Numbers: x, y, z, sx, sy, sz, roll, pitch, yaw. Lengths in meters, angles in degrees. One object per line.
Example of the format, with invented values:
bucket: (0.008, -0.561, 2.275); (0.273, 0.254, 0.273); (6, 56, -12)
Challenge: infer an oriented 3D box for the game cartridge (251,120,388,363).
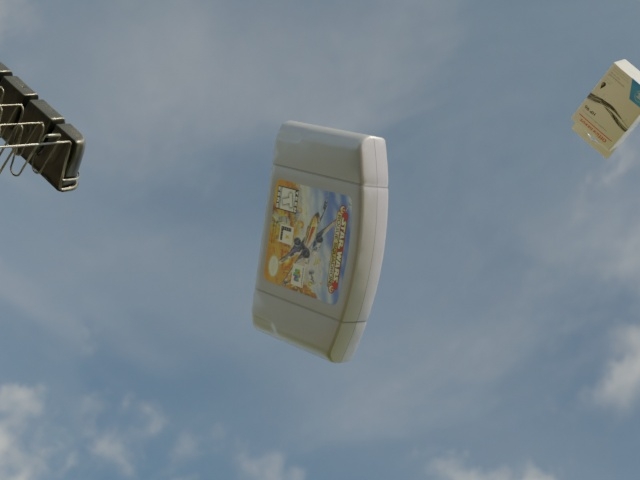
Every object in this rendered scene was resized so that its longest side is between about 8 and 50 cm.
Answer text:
game cartridge: (0.000, 0.000, 1.396); (0.198, 0.062, 0.297); (18, -78, 52)

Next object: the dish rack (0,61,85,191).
dish rack: (-0.404, -0.134, 1.154); (0.208, 0.271, 0.074); (39, -66, 21)

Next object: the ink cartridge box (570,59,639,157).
ink cartridge box: (0.263, -0.116, 0.961); (0.048, 0.028, 0.083); (45, -53, 16)
